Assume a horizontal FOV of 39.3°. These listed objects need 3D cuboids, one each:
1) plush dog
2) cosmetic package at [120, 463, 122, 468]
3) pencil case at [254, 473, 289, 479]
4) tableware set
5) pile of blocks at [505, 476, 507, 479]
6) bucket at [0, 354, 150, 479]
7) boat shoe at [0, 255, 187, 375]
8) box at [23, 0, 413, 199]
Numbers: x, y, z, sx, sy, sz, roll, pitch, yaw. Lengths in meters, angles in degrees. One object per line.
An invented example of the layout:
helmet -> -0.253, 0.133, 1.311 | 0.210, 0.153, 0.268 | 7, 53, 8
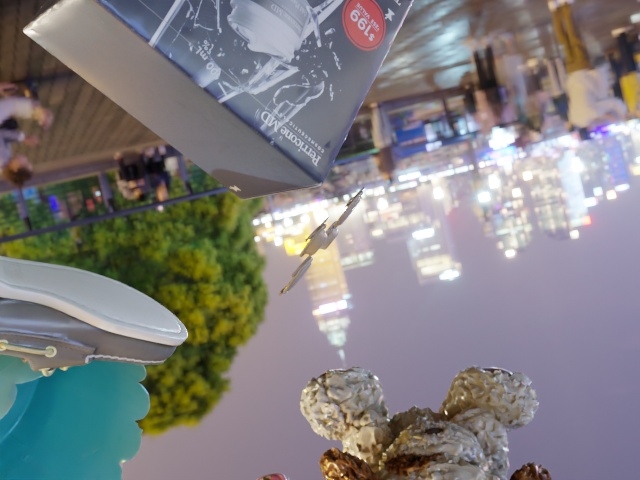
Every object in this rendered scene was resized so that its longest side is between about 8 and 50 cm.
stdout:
plush dog -> 0.108, 0.248, 0.925 | 0.262, 0.210, 0.225 | 1, -175, 0
cosmetic package -> -0.491, 0.274, 1.412 | 0.365, 0.155, 0.197 | 3, 155, -14
pencil case -> -0.039, 0.637, 1.701 | 0.160, 0.386, 0.167 | -29, -169, 3
tableware set -> 0.000, 0.000, 1.239 | 0.141, 0.020, 0.168 | -47, 173, -38
pile of blocks -> 0.201, 0.432, 1.101 | 0.149, 0.112, 0.362 | -24, -165, 9
bucket -> -0.358, 0.213, 1.048 | 0.183, 0.281, 0.281 | 23, -158, 28
boat shoe -> -0.279, 0.076, 0.873 | 0.305, 0.091, 0.109 | 19, -167, -32
box -> -0.101, -0.273, 1.054 | 0.343, 0.312, 0.179 | 37, 157, -28
